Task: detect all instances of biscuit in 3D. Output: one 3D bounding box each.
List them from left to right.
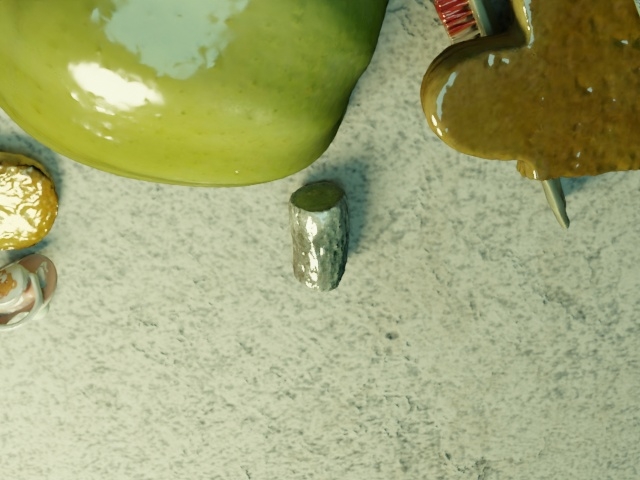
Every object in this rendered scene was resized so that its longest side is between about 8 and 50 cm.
[{"bbox_3d":[-0.385,-0.044,1.071,0.247,0.029,0.118,5,126,-11],"label":"biscuit"},{"bbox_3d":[0.259,-0.249,0.985,0.368,0.076,0.394,-9,114,-12],"label":"biscuit"}]

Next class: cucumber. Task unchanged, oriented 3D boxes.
[{"bbox_3d":[0.000,-0.002,1.136,0.064,0.064,0.112,-5,124,-5],"label":"cucumber"}]

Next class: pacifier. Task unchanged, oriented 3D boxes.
[{"bbox_3d":[-0.308,0.063,1.126,0.099,0.081,0.078,-24,149,6],"label":"pacifier"}]

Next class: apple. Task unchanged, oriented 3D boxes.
[{"bbox_3d":[-0.110,-0.211,0.977,0.360,0.311,0.320,18,161,-17],"label":"apple"}]

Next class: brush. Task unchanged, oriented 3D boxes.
[{"bbox_3d":[0.180,-0.142,1.079,0.050,0.060,0.321,-19,122,18],"label":"brush"}]

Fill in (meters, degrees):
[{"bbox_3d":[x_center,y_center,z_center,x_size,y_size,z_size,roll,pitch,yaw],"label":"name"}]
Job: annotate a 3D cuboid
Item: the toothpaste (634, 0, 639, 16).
[{"bbox_3d":[0.292,-0.231,0.943,0.046,0.034,0.164,-30,116,1],"label":"toothpaste"}]
